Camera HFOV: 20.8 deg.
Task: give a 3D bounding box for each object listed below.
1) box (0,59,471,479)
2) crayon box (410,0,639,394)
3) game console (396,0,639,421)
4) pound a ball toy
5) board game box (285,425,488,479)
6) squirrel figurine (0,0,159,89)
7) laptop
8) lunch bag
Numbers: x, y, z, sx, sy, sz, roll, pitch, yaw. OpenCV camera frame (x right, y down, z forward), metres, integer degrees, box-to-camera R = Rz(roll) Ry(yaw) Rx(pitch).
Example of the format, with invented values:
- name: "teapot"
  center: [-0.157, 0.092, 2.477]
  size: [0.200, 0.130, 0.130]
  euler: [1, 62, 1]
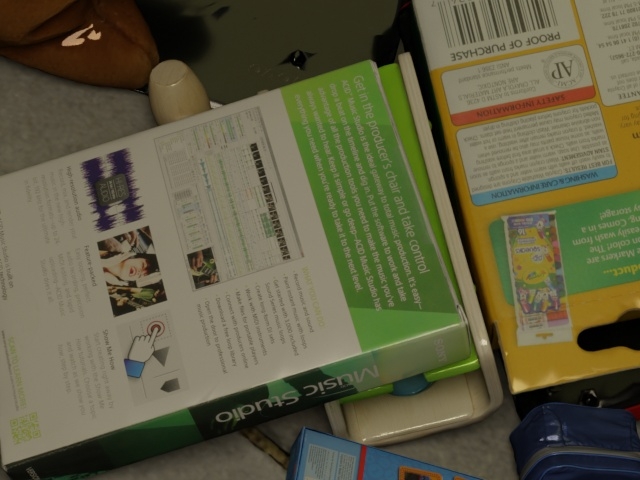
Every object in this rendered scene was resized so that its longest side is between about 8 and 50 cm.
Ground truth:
- name: "box"
  center: [-0.080, 0.022, 1.213]
  size: [0.322, 0.058, 0.232]
  euler: [-18, 59, 2]
- name: "crayon box"
  center: [0.200, -0.049, 1.317]
  size: [0.203, 0.083, 0.323]
  euler: [-12, 72, -1]
- name: "game console"
  center: [0.271, -0.061, 1.392]
  size: [0.342, 0.060, 0.386]
  euler: [-16, 72, -2]
- name: "pound a ball toy"
  center: [0.000, 0.000, 1.321]
  size: [0.208, 0.135, 0.319]
  euler: [-15, 58, 2]
- name: "board game box"
  center: [0.072, 0.231, 1.210]
  size: [0.212, 0.039, 0.160]
  euler: [16, 51, -8]
- name: "squirrel figurine"
  center: [-0.206, -0.295, 1.192]
  size: [0.397, 0.370, 0.281]
  euler: [11, 81, -26]
- name: "laptop"
  center: [-0.107, -0.300, 1.559]
  size: [0.382, 0.236, 0.408]
  euler: [17, 22, -8]
- name: "lunch bag"
  center: [0.194, 0.166, 1.287]
  size: [0.098, 0.067, 0.065]
  euler: [7, 53, -17]
